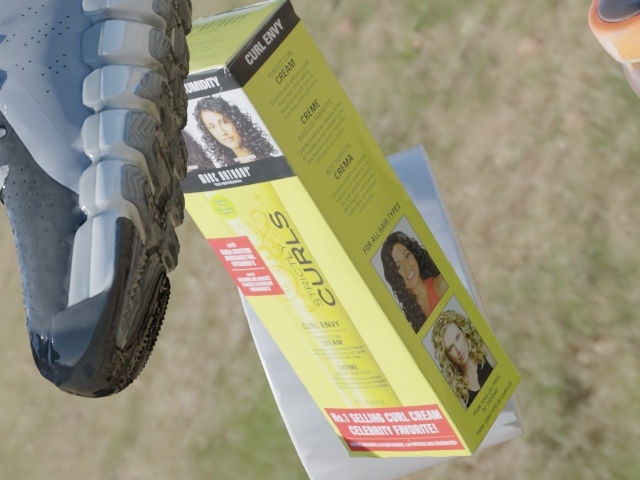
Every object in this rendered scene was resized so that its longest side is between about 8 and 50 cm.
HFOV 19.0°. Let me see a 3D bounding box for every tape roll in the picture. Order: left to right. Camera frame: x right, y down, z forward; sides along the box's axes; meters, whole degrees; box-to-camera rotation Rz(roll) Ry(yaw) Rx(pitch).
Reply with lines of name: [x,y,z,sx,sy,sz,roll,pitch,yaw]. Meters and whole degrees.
tape roll: [0.045,0.065,1.514,0.169,0.246,0.246,-20,23,5]

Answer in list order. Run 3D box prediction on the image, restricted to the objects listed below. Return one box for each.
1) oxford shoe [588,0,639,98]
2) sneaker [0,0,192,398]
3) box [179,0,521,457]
oxford shoe: [0.373,-0.201,1.324,0.364,0.132,0.130,-28,27,19]
sneaker: [-0.114,-0.054,0.658,0.086,0.132,0.228,83,-170,-64]
box: [0.000,0.000,0.896,0.087,0.232,0.058,-6,36,43]
